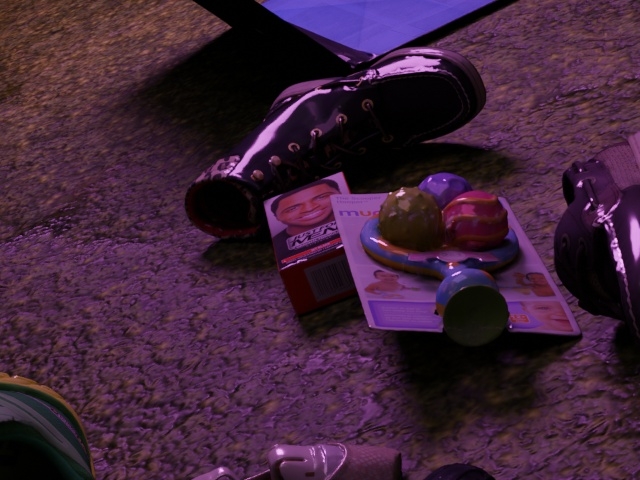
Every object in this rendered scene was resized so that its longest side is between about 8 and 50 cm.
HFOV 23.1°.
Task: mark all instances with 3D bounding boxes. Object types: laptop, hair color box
[{"bbox_3d":[-0.021,-0.333,1.718,0.236,0.408,0.382,-58,27,2],"label":"laptop"},{"bbox_3d":[0.000,0.000,1.204,0.072,0.043,0.141,-21,23,1],"label":"hair color box"}]

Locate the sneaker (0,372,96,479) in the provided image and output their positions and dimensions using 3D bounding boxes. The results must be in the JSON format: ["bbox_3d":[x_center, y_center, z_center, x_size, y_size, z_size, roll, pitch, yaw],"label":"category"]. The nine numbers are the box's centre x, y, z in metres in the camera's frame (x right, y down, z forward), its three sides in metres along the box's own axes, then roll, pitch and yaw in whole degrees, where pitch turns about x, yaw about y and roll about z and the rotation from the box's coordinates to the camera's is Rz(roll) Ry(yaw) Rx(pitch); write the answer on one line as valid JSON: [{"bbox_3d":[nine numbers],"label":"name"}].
[{"bbox_3d":[-0.264,0.127,0.942,0.296,0.109,0.123,7,19,-34],"label":"sneaker"}]

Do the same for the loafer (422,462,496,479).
[{"bbox_3d":[0.054,0.190,0.717,0.078,0.076,0.223,-3,34,26],"label":"loafer"}]

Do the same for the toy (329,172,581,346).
[{"bbox_3d":[0.088,-0.006,1.078,0.137,0.056,0.237,2,25,-7],"label":"toy"}]

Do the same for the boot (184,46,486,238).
[{"bbox_3d":[0.010,-0.076,1.312,0.236,0.085,0.178,-8,28,43],"label":"boot"}]

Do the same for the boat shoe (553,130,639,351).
[{"bbox_3d":[0.190,0.008,0.962,0.092,0.102,0.285,-21,19,16],"label":"boat shoe"}]

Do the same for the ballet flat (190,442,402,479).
[{"bbox_3d":[-0.032,0.148,0.901,0.168,0.052,0.057,-24,23,-7],"label":"ballet flat"}]
